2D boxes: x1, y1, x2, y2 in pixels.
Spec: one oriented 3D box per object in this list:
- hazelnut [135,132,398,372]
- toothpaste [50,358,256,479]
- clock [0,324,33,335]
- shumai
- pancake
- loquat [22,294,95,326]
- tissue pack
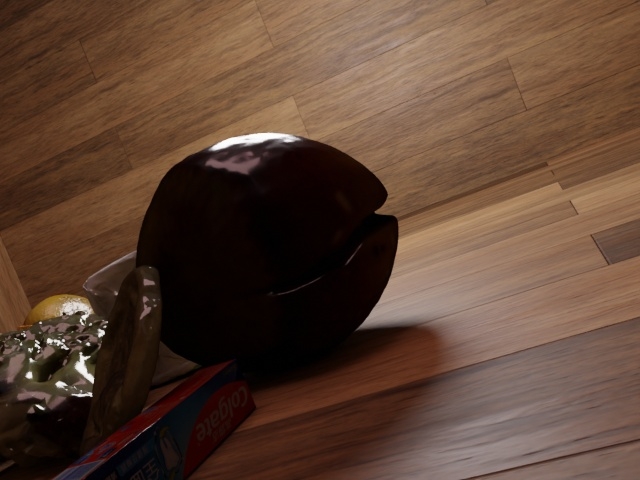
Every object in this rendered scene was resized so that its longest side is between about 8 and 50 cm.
[{"bbox_3d":[-0.098,0.010,1.089,0.429,0.402,0.402,-35,-5,37],"label":"hazelnut"},{"bbox_3d":[-0.176,0.229,0.759,0.066,0.076,0.320,-20,4,23],"label":"toothpaste"},{"bbox_3d":[-0.586,0.278,1.420,0.309,0.166,0.235,-20,-24,33],"label":"clock"},{"bbox_3d":[-0.450,0.242,1.097,0.345,0.217,0.283,-21,2,-28],"label":"shumai"},{"bbox_3d":[-0.276,0.174,0.924,0.049,0.295,0.294,15,-11,-21],"label":"pancake"},{"bbox_3d":[-0.767,0.289,2.030,0.262,0.263,0.263,-22,3,1],"label":"loquat"},{"bbox_3d":[-0.320,0.139,1.469,0.193,0.266,0.356,-27,2,13],"label":"tissue pack"}]
